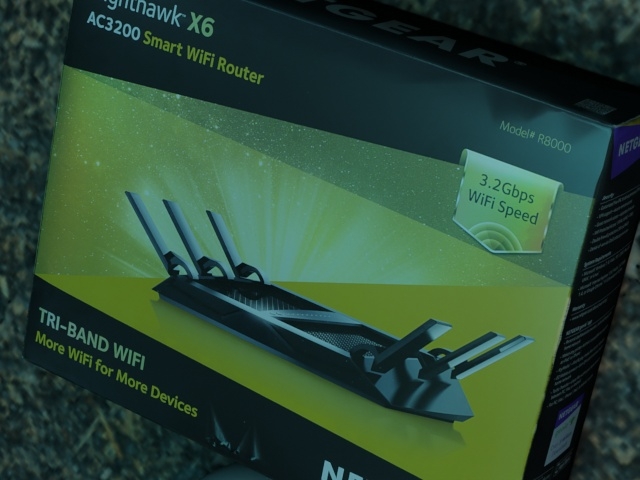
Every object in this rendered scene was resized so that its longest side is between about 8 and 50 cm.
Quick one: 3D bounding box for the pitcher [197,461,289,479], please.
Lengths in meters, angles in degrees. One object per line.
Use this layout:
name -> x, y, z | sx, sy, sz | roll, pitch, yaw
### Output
pitcher -> -0.039, 0.213, 0.917 | 0.125, 0.207, 0.178 | -25, 89, 34

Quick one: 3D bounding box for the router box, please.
router box -> 0.000, 0.000, 0.912 | 0.308, 0.081, 0.243 | 21, 113, 26
